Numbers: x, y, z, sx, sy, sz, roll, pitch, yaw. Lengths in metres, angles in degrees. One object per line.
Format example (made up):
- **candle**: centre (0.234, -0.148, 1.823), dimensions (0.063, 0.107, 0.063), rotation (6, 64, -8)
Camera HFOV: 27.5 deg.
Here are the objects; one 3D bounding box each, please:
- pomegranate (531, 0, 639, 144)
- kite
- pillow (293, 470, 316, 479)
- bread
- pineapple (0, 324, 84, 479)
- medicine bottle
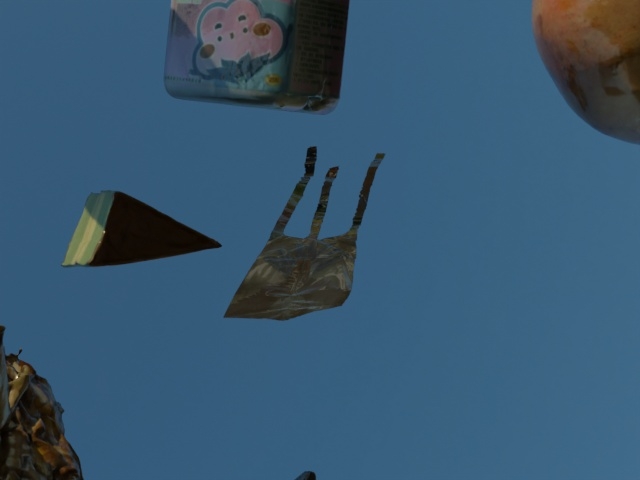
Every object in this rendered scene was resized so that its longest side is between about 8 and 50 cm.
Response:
- **pomegranate**: centre (0.330, -0.211, 1.218), dimensions (0.252, 0.270, 0.228), rotation (-13, -91, -10)
- **kite**: centre (-0.001, -0.002, 1.596), dimensions (0.169, 0.015, 0.310), rotation (0, -42, -28)
- **pillow**: centre (-0.051, 0.380, 1.325), dimensions (0.186, 0.106, 0.249), rotation (-18, -98, -17)
- **bread**: centre (-0.182, 0.014, 1.350), dimensions (0.139, 0.074, 0.084), rotation (28, -108, -33)
- **pineapple**: centre (-0.202, 0.129, 0.796), dimensions (0.161, 0.158, 0.334), rotation (-45, -58, -55)
- **medicine bottle**: centre (-0.042, -0.192, 0.970), dimensions (0.094, 0.119, 0.187), rotation (-4, -79, -60)
